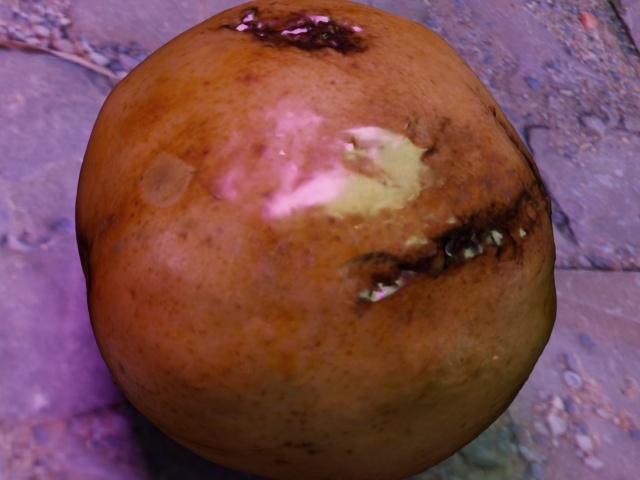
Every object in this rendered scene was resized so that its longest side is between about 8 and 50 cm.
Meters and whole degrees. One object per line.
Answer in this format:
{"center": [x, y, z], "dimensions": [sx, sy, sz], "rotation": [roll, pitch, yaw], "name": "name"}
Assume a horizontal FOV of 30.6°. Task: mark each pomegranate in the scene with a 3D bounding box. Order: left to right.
{"center": [0.000, 0.000, 0.614], "dimensions": [0.260, 0.260, 0.260], "rotation": [16, 44, -17], "name": "pomegranate"}
